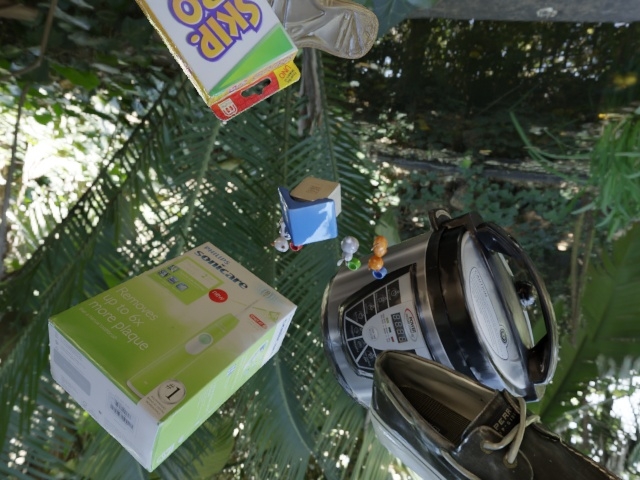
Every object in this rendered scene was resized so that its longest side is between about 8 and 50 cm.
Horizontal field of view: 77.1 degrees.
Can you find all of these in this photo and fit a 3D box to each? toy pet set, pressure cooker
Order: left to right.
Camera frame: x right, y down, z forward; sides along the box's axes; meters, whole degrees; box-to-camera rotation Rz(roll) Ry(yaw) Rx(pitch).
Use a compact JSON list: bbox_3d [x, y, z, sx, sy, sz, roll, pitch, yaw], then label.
[{"bbox_3d":[0.000,0.000,0.409,0.122,0.114,0.065,16,-136,24],"label":"toy pet set"},{"bbox_3d":[0.255,0.157,0.851,0.420,0.376,0.370,-23,121,37],"label":"pressure cooker"}]

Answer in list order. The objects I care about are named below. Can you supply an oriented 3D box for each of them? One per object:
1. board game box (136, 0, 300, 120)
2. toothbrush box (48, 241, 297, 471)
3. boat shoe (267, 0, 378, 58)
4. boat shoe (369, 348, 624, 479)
[{"bbox_3d":[-0.136,-0.275,0.452,0.124,0.259,0.039,-37,-169,-18],"label":"board game box"},{"bbox_3d":[-0.206,0.146,0.608,0.206,0.122,0.283,34,-148,16],"label":"toothbrush box"},{"bbox_3d":[-0.050,-0.412,0.711,0.341,0.122,0.110,-1,-138,-41],"label":"boat shoe"},{"bbox_3d":[0.170,0.210,0.400,0.121,0.119,0.335,-28,-155,-36],"label":"boat shoe"}]
